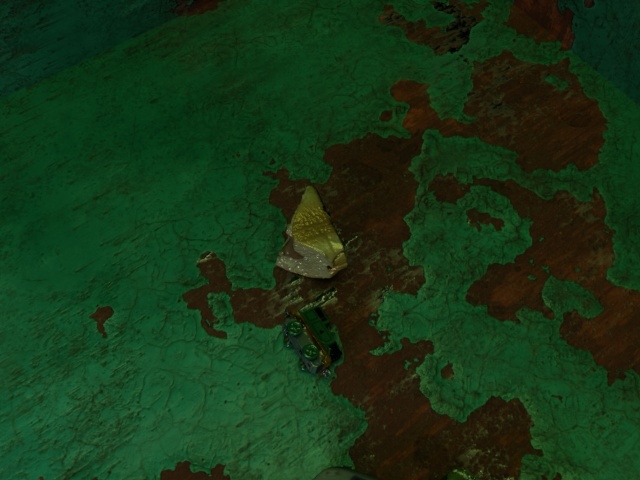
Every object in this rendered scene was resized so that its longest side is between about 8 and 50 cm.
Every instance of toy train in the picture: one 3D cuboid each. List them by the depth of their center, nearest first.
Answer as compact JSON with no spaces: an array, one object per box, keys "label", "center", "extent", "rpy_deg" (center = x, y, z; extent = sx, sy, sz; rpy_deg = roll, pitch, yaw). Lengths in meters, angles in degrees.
[{"label":"toy train","center":[-0.019,0.267,1.862],"extent":[0.136,0.091,0.228],"rpy_deg":[-26,63,-26]}]

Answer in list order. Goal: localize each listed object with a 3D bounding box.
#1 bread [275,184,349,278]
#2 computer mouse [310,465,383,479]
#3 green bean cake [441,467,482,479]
[{"label":"bread","center":[0.010,-0.006,1.965],"extent":[0.211,0.184,0.224],"rpy_deg":[25,65,12]},{"label":"computer mouse","center":[0.105,0.649,1.604],"extent":[0.330,0.095,0.197],"rpy_deg":[15,43,36]},{"label":"green bean cake","center":[0.354,0.671,1.619],"extent":[0.214,0.113,0.200],"rpy_deg":[28,63,14]}]
